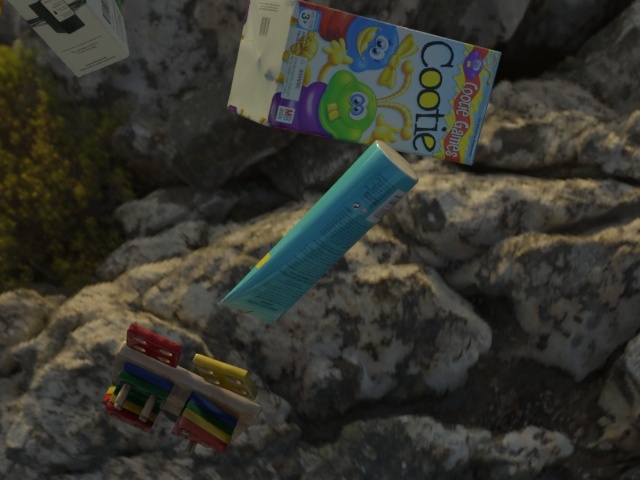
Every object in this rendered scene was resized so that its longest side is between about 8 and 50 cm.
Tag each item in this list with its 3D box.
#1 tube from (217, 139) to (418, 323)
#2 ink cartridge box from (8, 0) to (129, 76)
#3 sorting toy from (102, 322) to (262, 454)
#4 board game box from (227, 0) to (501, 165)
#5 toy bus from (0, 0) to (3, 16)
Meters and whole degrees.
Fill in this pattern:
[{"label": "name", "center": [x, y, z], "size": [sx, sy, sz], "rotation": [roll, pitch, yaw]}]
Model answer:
[{"label": "tube", "center": [0.000, 0.000, 0.841], "size": [0.207, 0.080, 0.052], "rotation": [-46, 46, 16]}, {"label": "ink cartridge box", "center": [-0.348, -0.344, 1.231], "size": [0.087, 0.208, 0.153], "rotation": [-20, 58, 9]}, {"label": "sorting toy", "center": [-0.130, 0.150, 0.826], "size": [0.132, 0.274, 0.046], "rotation": [27, 65, -5]}, {"label": "board game box", "center": [0.051, -0.190, 1.107], "size": [0.275, 0.144, 0.142], "rotation": [7, 102, -27]}, {"label": "toy bus", "center": [-0.241, -0.115, 0.285], "size": [0.211, 0.220, 0.149], "rotation": [41, 87, 8]}]
